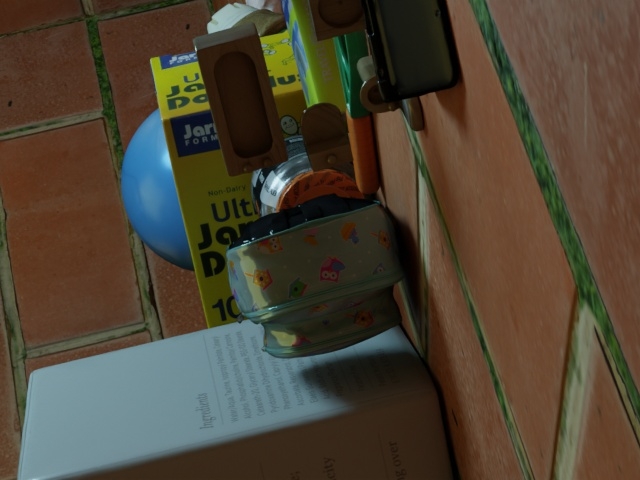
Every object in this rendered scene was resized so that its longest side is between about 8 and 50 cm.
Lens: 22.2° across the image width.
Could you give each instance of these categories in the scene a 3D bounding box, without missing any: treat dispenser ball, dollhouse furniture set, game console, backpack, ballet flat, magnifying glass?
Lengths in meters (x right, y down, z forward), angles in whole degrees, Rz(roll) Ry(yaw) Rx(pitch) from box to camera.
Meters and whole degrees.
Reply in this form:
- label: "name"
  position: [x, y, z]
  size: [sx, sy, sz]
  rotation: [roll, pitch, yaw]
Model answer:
- label: "treat dispenser ball"
  position: [-0.175, -0.092, 2.599]
  size: [0.288, 0.288, 0.288]
  rotation: [167, 90, -86]
- label: "dollhouse furniture set"
  position: [-0.007, -0.109, 1.226]
  size: [0.123, 0.151, 0.144]
  rotation: [-110, 6, -58]
- label: "game console"
  position: [0.065, -0.157, 1.069]
  size: [0.107, 0.071, 0.122]
  rotation: [-20, -81, -64]
- label: "backpack"
  position: [-0.003, 0.031, 1.490]
  size: [0.188, 0.165, 0.144]
  rotation: [86, 170, -83]
- label: "ballet flat"
  position: [-0.087, -0.234, 2.095]
  size: [0.124, 0.116, 0.342]
  rotation: [53, 175, 14]
- label: "magnifying glass"
  position: [0.033, -0.139, 1.492]
  size: [0.092, 0.026, 0.231]
  rotation: [-108, 9, -49]

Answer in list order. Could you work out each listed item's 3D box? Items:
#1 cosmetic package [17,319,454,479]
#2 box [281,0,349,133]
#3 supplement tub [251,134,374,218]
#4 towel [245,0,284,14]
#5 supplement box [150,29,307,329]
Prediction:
- label: "cosmetic package"
  position: [-0.071, 0.283, 1.634]
  size: [0.327, 0.393, 0.329]
  rotation: [-117, 15, -73]
- label: "box"
  position: [-0.005, -0.202, 1.659]
  size: [0.109, 0.042, 0.178]
  rotation: [104, 152, -80]
- label: "supplement tub"
  position: [-0.009, -0.042, 1.686]
  size: [0.190, 0.117, 0.117]
  rotation: [-120, 17, -77]
- label: "towel"
  position: [-0.112, -0.460, 2.232]
  size: [0.317, 0.053, 0.332]
  rotation: [-114, 11, -68]
- label: "supplement box"
  position: [-0.065, -0.040, 1.907]
  size: [0.195, 0.194, 0.357]
  rotation: [-110, 8, -62]
